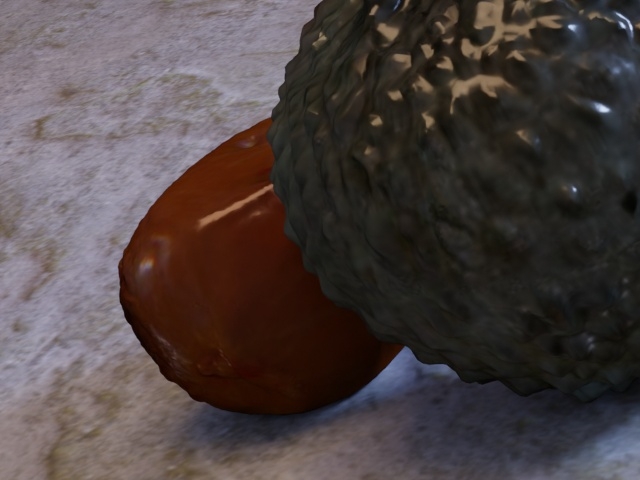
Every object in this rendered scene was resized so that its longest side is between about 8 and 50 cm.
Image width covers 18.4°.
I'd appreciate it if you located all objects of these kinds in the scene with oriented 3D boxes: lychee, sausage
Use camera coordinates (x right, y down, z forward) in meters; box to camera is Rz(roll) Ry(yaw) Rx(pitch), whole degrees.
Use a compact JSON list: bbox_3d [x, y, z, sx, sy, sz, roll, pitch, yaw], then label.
[{"bbox_3d":[0.105,-0.052,0.991,0.255,0.274,0.255,-38,29,26],"label":"lychee"},{"bbox_3d":[0.000,-0.001,1.161,0.153,0.141,0.268,-4,21,38],"label":"sausage"}]
